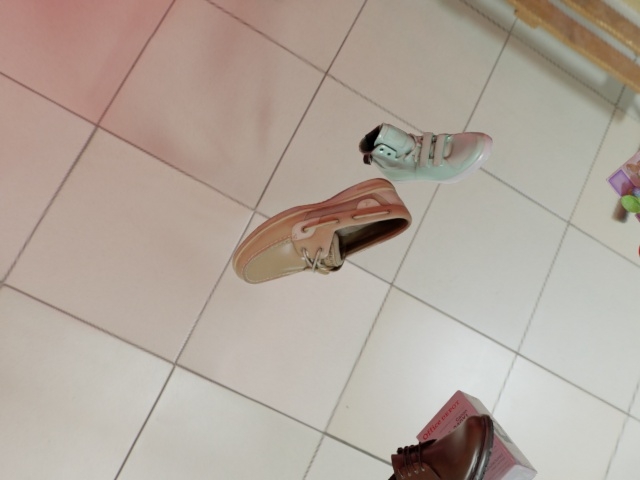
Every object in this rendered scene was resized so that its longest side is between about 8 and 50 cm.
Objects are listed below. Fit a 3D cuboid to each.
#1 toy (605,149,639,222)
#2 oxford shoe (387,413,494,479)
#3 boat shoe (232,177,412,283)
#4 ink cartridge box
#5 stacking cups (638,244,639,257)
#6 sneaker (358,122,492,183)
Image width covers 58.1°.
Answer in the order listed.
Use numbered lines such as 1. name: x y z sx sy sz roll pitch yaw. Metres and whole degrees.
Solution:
1. toy: 0.693 -0.137 1.133 0.237 0.056 0.137 -37 87 -11
2. oxford shoe: 0.145 0.299 0.750 0.096 0.082 0.227 25 121 -4
3. boat shoe: 0.000 0.000 1.060 0.341 0.121 0.110 -27 49 1
4. ink cartridge box: 0.225 0.316 0.855 0.063 0.150 0.109 30 104 -34
5. stacking cups: 0.753 0.054 1.135 0.316 0.096 0.095 12 82 -31
6. sneaker: 0.192 -0.178 1.119 0.151 0.256 0.094 28 66 -40
